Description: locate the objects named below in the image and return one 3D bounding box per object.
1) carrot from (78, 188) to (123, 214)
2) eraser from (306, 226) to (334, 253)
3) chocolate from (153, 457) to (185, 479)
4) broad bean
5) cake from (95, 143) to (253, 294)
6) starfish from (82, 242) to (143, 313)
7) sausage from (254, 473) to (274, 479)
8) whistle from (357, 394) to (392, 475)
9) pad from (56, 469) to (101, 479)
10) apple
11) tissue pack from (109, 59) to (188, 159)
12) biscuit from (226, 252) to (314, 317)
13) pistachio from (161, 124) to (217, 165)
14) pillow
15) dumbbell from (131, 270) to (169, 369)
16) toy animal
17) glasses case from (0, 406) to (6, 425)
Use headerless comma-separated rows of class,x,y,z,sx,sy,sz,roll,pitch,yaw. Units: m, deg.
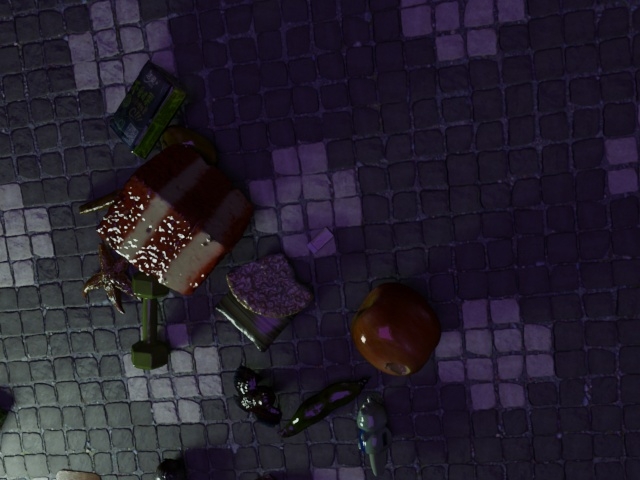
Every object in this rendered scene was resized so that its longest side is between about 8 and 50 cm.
carrot,-0.674,-0.119,1.791,0.171,0.042,0.042,-17,95,13
eraser,0.000,0.000,1.704,0.083,0.019,0.038,-44,90,12
chocolate,-0.484,0.824,1.856,0.110,0.110,0.248,4,99,9
broad bean,0.008,0.496,1.749,0.339,0.061,0.077,-34,103,12
cake,-0.389,-0.056,1.606,0.319,0.270,0.269,40,124,-9
starfish,-0.657,0.121,1.821,0.240,0.043,0.227,-31,91,15
sausage,-0.171,0.895,1.827,0.103,0.076,0.302,6,97,16
whistle,0.158,0.577,1.719,0.092,0.110,0.244,-1,99,42
pad,-0.749,0.911,1.936,0.323,0.055,0.250,5,99,27
apple,0.214,0.250,1.593,0.241,0.242,0.242,37,102,-4
tissue pack,-0.504,-0.380,1.681,0.173,0.073,0.235,45,104,31
biscuit,-0.146,0.128,1.694,0.265,0.040,0.188,19,83,2
pistachio,-0.390,-0.271,1.688,0.189,0.110,0.100,33,60,6
pillow,-0.181,0.196,1.743,0.208,0.052,0.212,43,101,7
dumbbell,-0.524,0.244,1.780,0.108,0.121,0.302,9,101,37
toy animal,-0.192,0.479,1.724,0.116,0.179,0.218,-30,93,-13
glasses case,-1.169,0.682,1.973,0.095,0.062,0.272,31,102,-2
